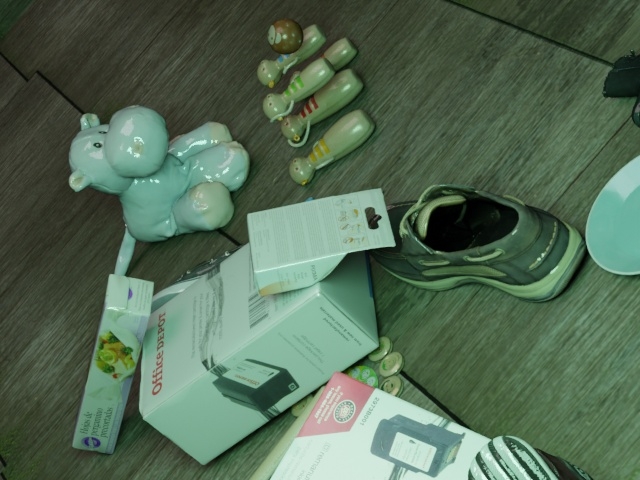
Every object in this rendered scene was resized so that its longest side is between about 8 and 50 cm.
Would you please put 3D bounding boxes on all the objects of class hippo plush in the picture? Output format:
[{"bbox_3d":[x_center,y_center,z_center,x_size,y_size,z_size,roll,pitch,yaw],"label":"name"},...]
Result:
[{"bbox_3d":[-0.283,-0.128,2.442,0.294,0.236,0.234,-24,40,33],"label":"hippo plush"}]

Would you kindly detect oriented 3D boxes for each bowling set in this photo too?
[{"bbox_3d":[-0.043,-0.244,2.333,0.154,0.200,0.287,-37,30,20],"label":"bowling set"}]

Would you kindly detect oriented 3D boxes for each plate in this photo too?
[{"bbox_3d":[0.390,-0.034,1.757,0.188,0.024,0.188,-29,38,26],"label":"plate"}]

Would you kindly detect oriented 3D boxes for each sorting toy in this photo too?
[{"bbox_3d":[-0.012,0.252,1.790,0.038,0.208,0.193,41,100,18],"label":"sorting toy"}]

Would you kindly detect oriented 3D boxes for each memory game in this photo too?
[{"bbox_3d":[0.032,0.198,1.944,0.186,0.012,0.186,-30,37,26],"label":"memory game"}]

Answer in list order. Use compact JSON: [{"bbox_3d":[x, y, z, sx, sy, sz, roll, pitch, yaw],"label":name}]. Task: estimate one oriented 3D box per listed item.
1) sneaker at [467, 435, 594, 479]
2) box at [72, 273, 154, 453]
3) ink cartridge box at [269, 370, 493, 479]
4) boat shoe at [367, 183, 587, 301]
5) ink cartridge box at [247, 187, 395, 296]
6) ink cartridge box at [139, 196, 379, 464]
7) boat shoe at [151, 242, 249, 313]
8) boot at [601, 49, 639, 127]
[{"bbox_3d":[0.270,0.304,1.480,0.106,0.162,0.281,-40,69,20],"label":"sneaker"},{"bbox_3d":[-0.292,0.177,2.132,0.324,0.063,0.067,111,167,-45],"label":"box"},{"bbox_3d":[0.084,0.269,1.623,0.237,0.100,0.172,21,68,27],"label":"ink cartridge box"},{"bbox_3d":[0.170,-0.018,1.898,0.355,0.130,0.132,4,59,51],"label":"boat shoe"},{"bbox_3d":[0.000,0.000,1.933,0.179,0.045,0.145,-9,32,-1],"label":"ink cartridge box"},{"bbox_3d":[-0.084,0.121,2.039,0.307,0.129,0.223,-36,30,19],"label":"ink cartridge box"},{"bbox_3d":[-0.160,0.059,2.255,0.229,0.080,0.076,-28,32,26],"label":"boat shoe"},{"bbox_3d":[0.392,-0.187,1.895,0.099,0.045,0.121,9,56,50],"label":"boot"}]
